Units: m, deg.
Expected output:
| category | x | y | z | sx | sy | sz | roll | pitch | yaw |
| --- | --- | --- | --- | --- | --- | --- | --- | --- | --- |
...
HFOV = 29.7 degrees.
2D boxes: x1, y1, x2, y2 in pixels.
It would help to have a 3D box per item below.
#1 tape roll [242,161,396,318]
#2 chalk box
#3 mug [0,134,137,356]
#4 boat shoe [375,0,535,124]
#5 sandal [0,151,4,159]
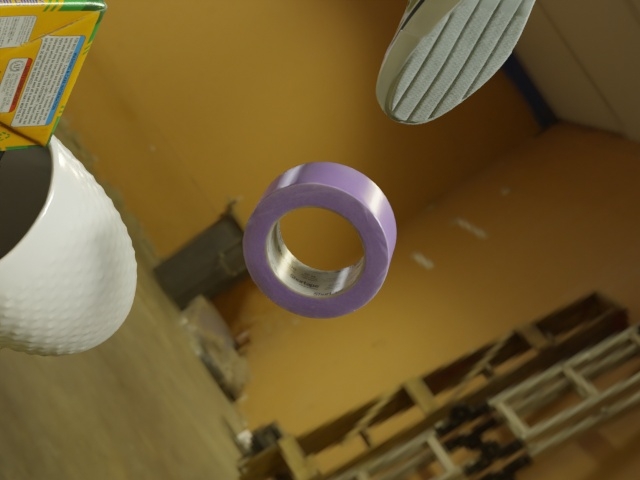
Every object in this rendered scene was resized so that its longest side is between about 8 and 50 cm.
| category | x | y | z | sx | sy | sz | roll | pitch | yaw |
| --- | --- | --- | --- | --- | --- | --- | --- | --- | --- |
| tape roll | 0.000 | 0.000 | 1.552 | 0.189 | 0.189 | 0.080 | 56 | 22 | -14 |
| chalk box | -0.343 | -0.235 | 1.050 | 0.289 | 0.179 | 0.180 | 60 | -43 | 25 |
| mug | -0.447 | 0.045 | 1.688 | 0.276 | 0.374 | 0.328 | 52 | -2 | 35 |
| boat shoe | 0.140 | -0.239 | 1.105 | 0.109 | 0.302 | 0.094 | 9 | 41 | -33 |
| sandal | -0.432 | -0.094 | 1.526 | 0.067 | 0.179 | 0.040 | 39 | 36 | -4 |
